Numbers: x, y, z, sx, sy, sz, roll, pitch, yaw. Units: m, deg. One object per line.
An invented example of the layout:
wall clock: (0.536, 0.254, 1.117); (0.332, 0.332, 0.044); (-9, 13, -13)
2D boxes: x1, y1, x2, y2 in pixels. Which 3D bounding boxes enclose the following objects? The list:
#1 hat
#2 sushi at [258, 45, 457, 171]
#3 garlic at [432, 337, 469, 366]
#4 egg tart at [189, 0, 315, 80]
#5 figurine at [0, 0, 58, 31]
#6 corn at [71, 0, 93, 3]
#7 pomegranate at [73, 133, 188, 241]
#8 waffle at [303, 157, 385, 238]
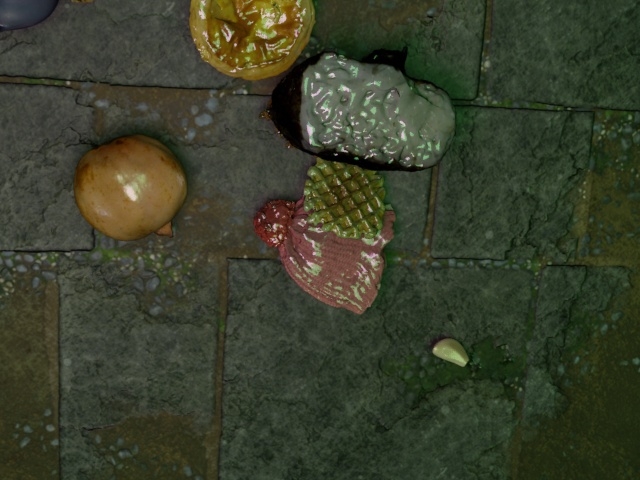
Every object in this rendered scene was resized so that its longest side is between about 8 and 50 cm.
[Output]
hat: (0.000, 0.000, 1.916); (0.286, 0.107, 0.237); (19, 72, -15)
sushi: (0.083, -0.249, 1.821); (0.348, 0.207, 0.235); (15, 88, -20)
garlic: (0.277, 0.234, 2.048); (0.083, 0.053, 0.041); (27, 119, -4)
egg tart: (-0.128, -0.417, 1.781); (0.241, 0.106, 0.241); (-6, 114, -14)
figurine: (-0.589, -0.440, 1.674); (0.265, 0.197, 0.175); (-19, 131, -9)
corn: (-0.443, -0.524, 1.721); (0.072, 0.072, 0.203); (-10, 107, -7)
pomegranate: (-0.349, -0.097, 1.780); (0.207, 0.207, 0.207); (-2, 105, -9)
waffle: (0.047, -0.089, 1.889); (0.169, 0.036, 0.184); (13, 62, -15)
